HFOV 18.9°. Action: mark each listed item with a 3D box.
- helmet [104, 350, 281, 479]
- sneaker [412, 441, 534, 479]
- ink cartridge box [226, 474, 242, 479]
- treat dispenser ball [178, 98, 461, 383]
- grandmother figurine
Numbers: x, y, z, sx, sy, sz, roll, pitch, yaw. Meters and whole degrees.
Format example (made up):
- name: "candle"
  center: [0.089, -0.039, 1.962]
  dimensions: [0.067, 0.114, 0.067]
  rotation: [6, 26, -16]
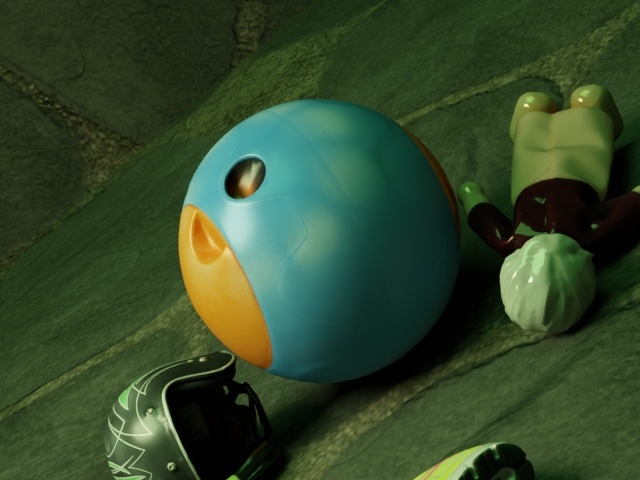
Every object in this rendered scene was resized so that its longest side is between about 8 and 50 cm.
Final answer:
- name: "helmet"
  center: [-0.139, 0.202, 1.943]
  dimensions: [0.161, 0.169, 0.169]
  rotation: [-31, 15, -26]
- name: "sneaker"
  center: [0.083, 0.246, 1.595]
  dimensions: [0.208, 0.081, 0.094]
  rotation: [-37, 12, -14]
- name: "ink cartridge box"
  center: [-0.090, 0.334, 1.657]
  dimensions: [0.189, 0.097, 0.255]
  rotation: [-39, 20, -3]
- name: "treat dispenser ball"
  center: [0.000, 0.000, 1.945]
  dimensions: [0.288, 0.288, 0.288]
  rotation: [-34, 20, 14]
- name: "grandmother figurine"
  center: [0.238, -0.031, 1.889]
  dimensions: [0.207, 0.104, 0.342]
  rotation: [-13, 31, 23]
